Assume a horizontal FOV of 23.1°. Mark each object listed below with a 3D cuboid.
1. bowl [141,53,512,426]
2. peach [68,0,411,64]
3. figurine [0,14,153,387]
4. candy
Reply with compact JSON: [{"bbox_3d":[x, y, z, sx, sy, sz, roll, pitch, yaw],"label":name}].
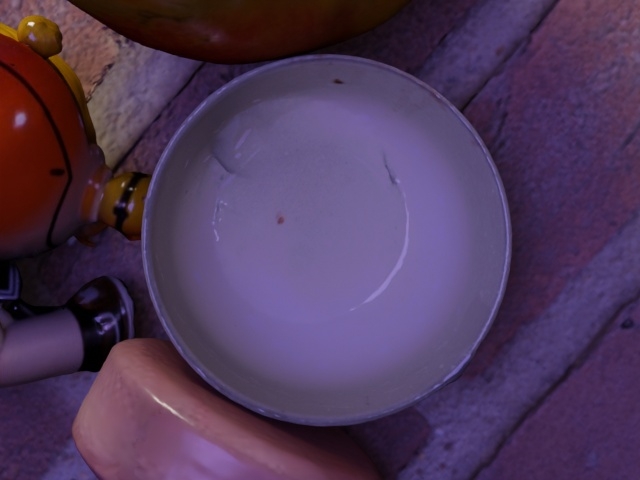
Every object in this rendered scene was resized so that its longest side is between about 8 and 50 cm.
[{"bbox_3d":[0.000,0.000,1.213,0.277,0.145,0.277,0,91,-6],"label":"bowl"},{"bbox_3d":[-0.074,-0.321,1.146,0.388,0.388,0.388,0,90,15],"label":"peach"},{"bbox_3d":[-0.288,-0.042,1.278,0.320,0.196,0.323,-3,100,13],"label":"figurine"},{"bbox_3d":[-0.065,0.168,1.191,0.255,0.255,0.094,30,96,13],"label":"candy"}]
